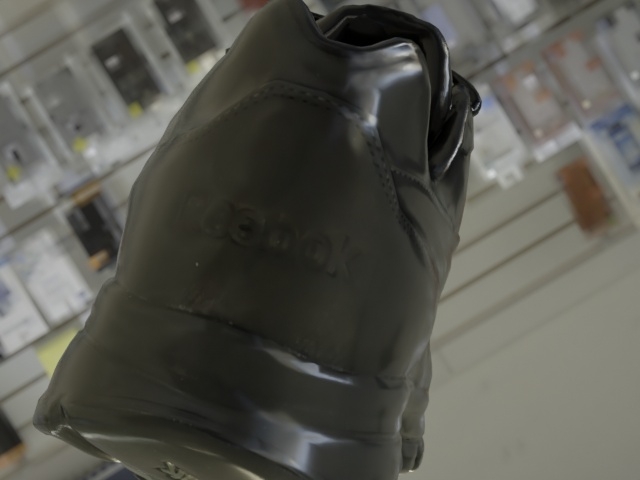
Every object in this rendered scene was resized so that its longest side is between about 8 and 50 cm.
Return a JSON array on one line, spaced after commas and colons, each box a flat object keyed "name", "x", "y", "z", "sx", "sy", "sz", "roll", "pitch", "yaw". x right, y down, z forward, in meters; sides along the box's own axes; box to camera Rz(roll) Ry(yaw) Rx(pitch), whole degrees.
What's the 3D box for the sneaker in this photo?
[{"name": "sneaker", "x": 0.000, "y": 0.000, "z": 0.509, "sx": 0.286, "sy": 0.109, "sz": 0.130, "roll": -144, "pitch": -107, "yaw": -87}]
